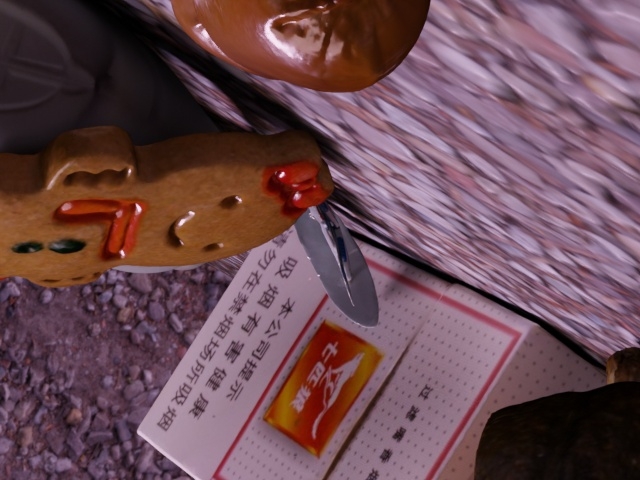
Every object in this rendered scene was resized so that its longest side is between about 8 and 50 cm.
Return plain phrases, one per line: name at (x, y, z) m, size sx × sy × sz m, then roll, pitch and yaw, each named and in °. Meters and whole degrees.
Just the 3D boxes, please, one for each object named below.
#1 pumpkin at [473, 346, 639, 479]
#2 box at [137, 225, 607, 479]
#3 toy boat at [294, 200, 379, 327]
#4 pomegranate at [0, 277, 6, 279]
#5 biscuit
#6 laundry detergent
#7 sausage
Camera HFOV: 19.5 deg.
pumpkin at (0.169, 0.157, 0.934) m, size 0.139 × 0.222 × 0.317 m, roll 1°, pitch 163°, yaw 22°
box at (0.026, 0.116, 1.282) m, size 0.095 × 0.210 × 0.330 m, roll 35°, pitch 176°, yaw -35°
toy boat at (-0.002, -0.005, 1.205) m, size 0.149 × 0.034 × 0.105 m, roll 55°, pitch -176°, yaw -47°
pomegranate at (-0.282, -0.068, 1.541) m, size 0.210 × 0.210 × 0.235 m, roll 31°, pitch -153°, yaw 18°
biscuit at (-0.105, -0.014, 1.000) m, size 0.225 × 0.036 × 0.166 m, roll -4°, pitch 155°, yaw -19°
laundry detergent at (-0.148, -0.055, 1.174) m, size 0.264 × 0.125 × 0.398 m, roll 14°, pitch 169°, yaw 24°
sausage at (-0.010, -0.073, 0.540) m, size 0.062 × 0.054 × 0.183 m, roll 67°, pitch 170°, yaw -10°
